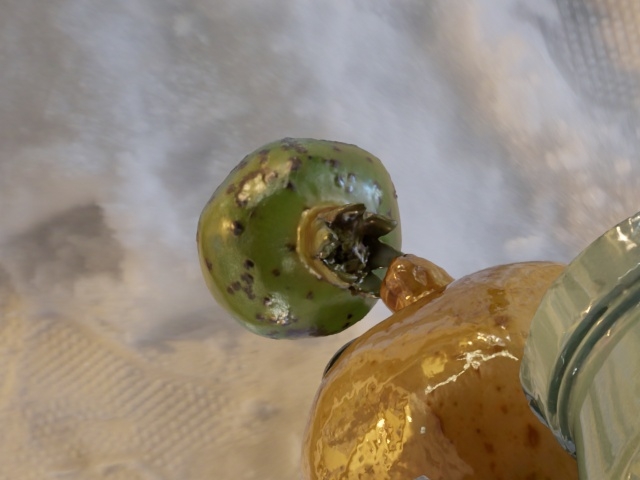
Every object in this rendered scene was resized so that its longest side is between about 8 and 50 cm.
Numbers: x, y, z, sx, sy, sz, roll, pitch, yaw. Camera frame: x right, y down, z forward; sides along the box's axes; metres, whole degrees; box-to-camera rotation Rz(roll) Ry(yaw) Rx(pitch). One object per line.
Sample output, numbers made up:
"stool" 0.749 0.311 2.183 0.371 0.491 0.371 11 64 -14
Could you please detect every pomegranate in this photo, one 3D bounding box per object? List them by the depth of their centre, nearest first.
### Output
"pomegranate" 0.161 0.179 1.382 0.410 0.410 0.410 0 88 12
"pomegranate" 0.008 -0.008 1.651 0.286 0.231 0.231 -10 85 48

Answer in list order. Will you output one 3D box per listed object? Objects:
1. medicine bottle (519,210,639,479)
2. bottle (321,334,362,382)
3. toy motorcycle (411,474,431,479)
"medicine bottle" 0.249 0.134 0.818 0.245 0.245 0.290 -38 43 9
"bottle" 0.099 0.201 1.700 0.143 0.271 0.156 -10 112 -12
"toy motorcycle" 0.108 0.199 0.872 0.061 0.124 0.193 -41 117 10
